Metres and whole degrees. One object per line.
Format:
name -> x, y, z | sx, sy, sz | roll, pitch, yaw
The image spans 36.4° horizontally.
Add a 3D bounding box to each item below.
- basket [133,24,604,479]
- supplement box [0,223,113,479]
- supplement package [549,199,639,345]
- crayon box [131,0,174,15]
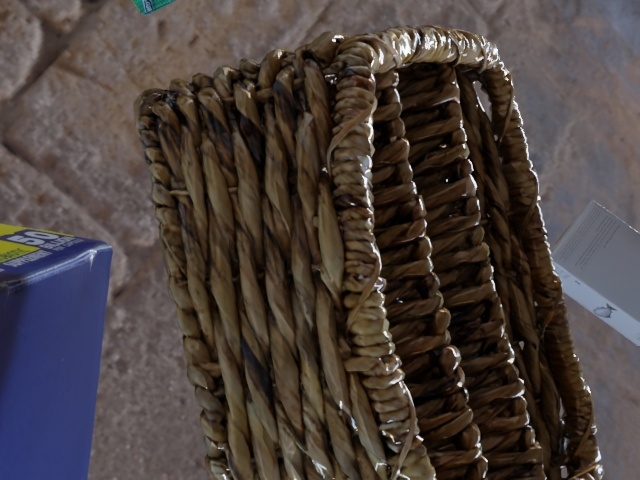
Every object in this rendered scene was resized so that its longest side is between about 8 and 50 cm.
basket -> 0.045, 0.039, 0.522 | 0.223, 0.299, 0.213 | -12, -179, 0
supplement box -> -0.343, 0.077, 0.622 | 0.194, 0.356, 0.195 | -44, 142, -80
supplement package -> 0.403, 0.047, 1.329 | 0.105, 0.179, 0.105 | -52, 172, -9
crayon box -> -0.281, -0.494, 1.419 | 0.081, 0.278, 0.165 | -13, -144, 35
